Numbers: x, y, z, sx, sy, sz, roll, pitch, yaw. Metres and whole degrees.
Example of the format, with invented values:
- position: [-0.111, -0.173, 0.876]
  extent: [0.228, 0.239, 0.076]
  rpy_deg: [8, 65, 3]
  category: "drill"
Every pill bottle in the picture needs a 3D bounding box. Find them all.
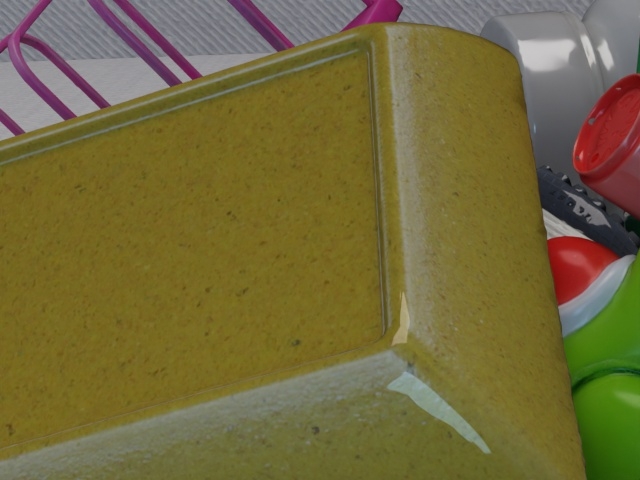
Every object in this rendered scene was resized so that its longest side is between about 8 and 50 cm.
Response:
- position: [0.336, -0.104, 1.639]
  extent: [0.392, 0.224, 0.224]
  rpy_deg: [-5, 13, -9]
  category: "pill bottle"

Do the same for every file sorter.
- position: [-0.123, -0.098, 1.331]
  extent: [0.291, 0.182, 0.202]
  rpy_deg: [-40, 11, 24]
  category: "file sorter"

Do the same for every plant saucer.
- position: [-0.061, 0.025, 0.935]
  extent: [0.333, 0.081, 0.333]
  rpy_deg: [-16, 40, 12]
  category: "plant saucer"

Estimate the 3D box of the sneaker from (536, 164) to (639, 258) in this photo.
- position: [0.174, 0.067, 1.152]
  extent: [0.112, 0.121, 0.299]
  rpy_deg: [-36, 39, -17]
  category: "sneaker"

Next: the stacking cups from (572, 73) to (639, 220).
- position: [0.271, 0.013, 1.016]
  extent: [0.316, 0.096, 0.096]
  rpy_deg: [33, 3, -16]
  category: "stacking cups"

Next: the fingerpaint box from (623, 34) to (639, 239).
- position: [0.445, -0.115, 1.355]
  extent: [0.445, 0.163, 0.371]
  rpy_deg: [1, 53, 15]
  category: "fingerpaint box"

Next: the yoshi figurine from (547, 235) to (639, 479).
- position: [0.090, 0.101, 1.000]
  extent: [0.362, 0.203, 0.203]
  rpy_deg: [20, 62, 27]
  category: "yoshi figurine"
